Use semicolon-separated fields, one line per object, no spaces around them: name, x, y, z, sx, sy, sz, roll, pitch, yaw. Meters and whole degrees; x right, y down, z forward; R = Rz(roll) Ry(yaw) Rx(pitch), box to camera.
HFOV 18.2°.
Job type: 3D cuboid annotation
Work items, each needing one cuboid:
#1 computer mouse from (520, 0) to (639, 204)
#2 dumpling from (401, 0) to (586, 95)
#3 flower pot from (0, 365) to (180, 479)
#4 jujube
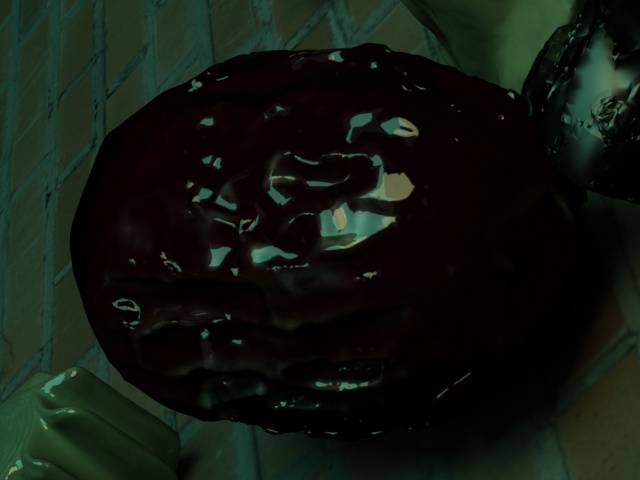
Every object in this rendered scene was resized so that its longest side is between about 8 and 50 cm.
computer mouse;0.210;-0.117;1.161;0.242;0.146;0.077;-55;-14;-33
dumpling;0.104;-0.212;1.374;0.395;0.233;0.316;-145;57;-75
flower pot;-0.268;0.247;1.563;0.367;0.164;0.254;-19;39;52
jujube;0.000;0.000;1.287;0.376;0.258;0.258;3;62;41
